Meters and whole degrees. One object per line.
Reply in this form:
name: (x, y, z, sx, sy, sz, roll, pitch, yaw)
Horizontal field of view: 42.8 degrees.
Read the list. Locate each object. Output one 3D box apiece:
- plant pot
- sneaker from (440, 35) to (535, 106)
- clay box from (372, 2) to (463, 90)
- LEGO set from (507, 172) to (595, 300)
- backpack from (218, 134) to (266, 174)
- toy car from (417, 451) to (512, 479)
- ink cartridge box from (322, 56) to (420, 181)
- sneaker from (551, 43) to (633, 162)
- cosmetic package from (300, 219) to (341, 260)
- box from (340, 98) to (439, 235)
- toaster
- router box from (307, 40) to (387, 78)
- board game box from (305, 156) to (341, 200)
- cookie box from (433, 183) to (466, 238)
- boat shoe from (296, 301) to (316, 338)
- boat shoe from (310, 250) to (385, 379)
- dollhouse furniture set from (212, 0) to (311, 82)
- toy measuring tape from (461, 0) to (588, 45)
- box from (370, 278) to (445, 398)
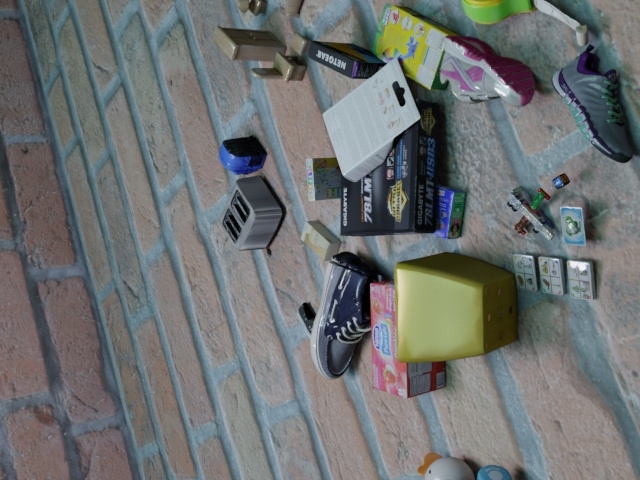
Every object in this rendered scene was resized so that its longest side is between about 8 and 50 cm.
plant pot: (0.293, 0.145, 1.705, 0.187, 0.212, 0.212, 4, 99, 40)
sneaker: (0.334, -0.324, 1.660, 0.252, 0.103, 0.111, 50, 136, 44)
clay box: (0.210, -0.438, 1.829, 0.222, 0.053, 0.127, 44, 128, 41)
LEGO set: (0.455, -0.015, 1.600, 0.183, 0.060, 0.244, 7, 113, 52)
backpack: (-0.234, -0.242, 2.381, 0.098, 0.120, 0.101, 49, 131, 35)
toy car: (0.280, 0.559, 1.796, 0.238, 0.211, 0.219, -133, 37, -54)
ink cartridge box: (0.123, -0.272, 1.860, 0.232, 0.066, 0.189, -32, 57, 26)
sneaker: (0.504, -0.245, 1.459, 0.098, 0.083, 0.223, -49, 57, 38)
cosmetic package: (0.000, 0.000, 2.180, 0.115, 0.041, 0.060, 42, 126, 41)
box: (0.152, -0.158, 1.894, 0.293, 0.073, 0.295, -1, 87, 56)
toaster: (-0.199, -0.069, 2.373, 0.185, 0.110, 0.168, 57, 136, 30)
router box: (0.075, -0.428, 1.941, 0.179, 0.133, 0.046, 36, 123, 43)
board game box: (0.035, -0.154, 2.018, 0.026, 0.154, 0.103, 2, 97, 52)
cookie box: (0.272, -0.066, 1.817, 0.092, 0.040, 0.107, 25, 114, 50)
boat shoe: (-0.022, 0.228, 2.240, 0.142, 0.049, 0.040, 53, 133, 36)
boat shoe: (0.071, 0.209, 2.047, 0.158, 0.127, 0.340, 26, 115, 56)
dollhouse furniture set: (-0.134, -0.645, 2.146, 0.303, 0.174, 0.355, 50, 132, 35)
toy measuring tape: (0.364, -0.445, 1.572, 0.330, 0.121, 0.121, 52, 133, 35)
box: (0.201, 0.219, 1.884, 0.123, 0.128, 0.256, 6, 101, 52)
